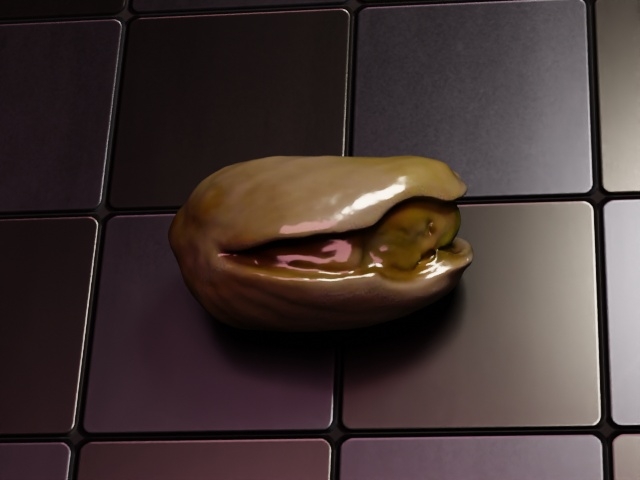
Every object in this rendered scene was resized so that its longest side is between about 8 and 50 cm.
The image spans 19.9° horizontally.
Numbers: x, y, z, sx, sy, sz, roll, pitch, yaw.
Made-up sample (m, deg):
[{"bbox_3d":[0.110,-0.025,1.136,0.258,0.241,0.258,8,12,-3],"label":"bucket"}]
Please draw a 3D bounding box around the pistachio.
[{"bbox_3d":[0.000,0.000,1.734,0.288,0.197,0.166,-3,102,-5],"label":"pistachio"}]
